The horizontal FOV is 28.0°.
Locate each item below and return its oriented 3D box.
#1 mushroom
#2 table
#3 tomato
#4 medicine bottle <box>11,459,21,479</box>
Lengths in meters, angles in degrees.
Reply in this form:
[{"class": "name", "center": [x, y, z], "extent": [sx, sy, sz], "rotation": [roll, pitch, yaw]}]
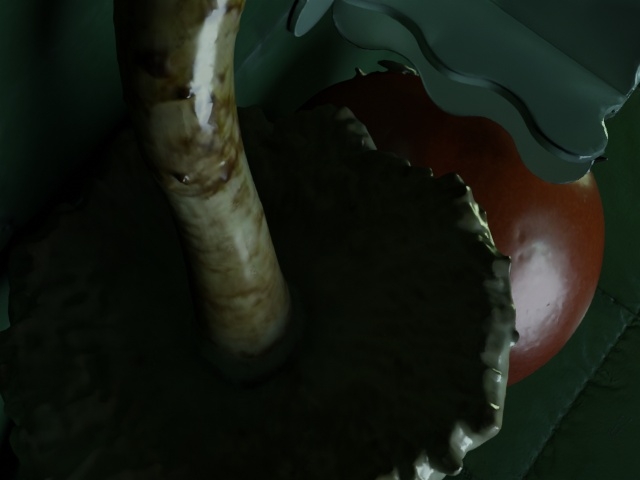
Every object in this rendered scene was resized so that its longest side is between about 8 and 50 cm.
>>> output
[{"class": "mushroom", "center": [-0.064, -0.010, 0.532], "extent": [0.208, 0.302, 0.233], "rotation": [8, -126, 47]}, {"class": "table", "center": [0.108, -0.137, 0.763], "extent": [0.166, 0.198, 0.166], "rotation": [-52, 172, -10]}, {"class": "tomato", "center": [0.073, -0.004, 0.922], "extent": [0.256, 0.255, 0.225], "rotation": [102, 0, -73]}, {"class": "medicine bottle", "center": [-0.150, 0.152, 0.846], "extent": [0.108, 0.108, 0.426], "rotation": [-46, 169, -49]}]
